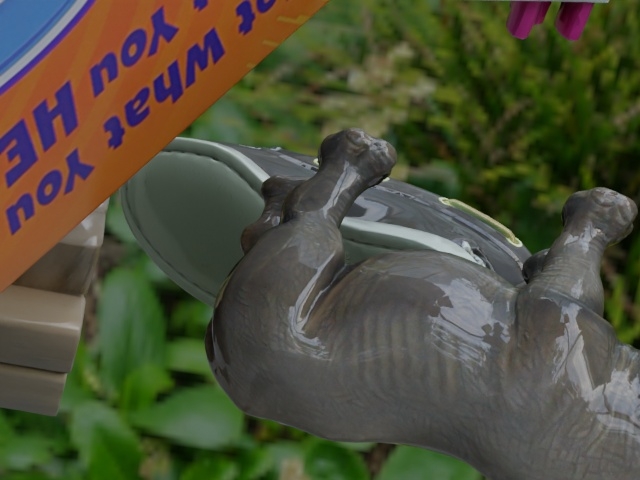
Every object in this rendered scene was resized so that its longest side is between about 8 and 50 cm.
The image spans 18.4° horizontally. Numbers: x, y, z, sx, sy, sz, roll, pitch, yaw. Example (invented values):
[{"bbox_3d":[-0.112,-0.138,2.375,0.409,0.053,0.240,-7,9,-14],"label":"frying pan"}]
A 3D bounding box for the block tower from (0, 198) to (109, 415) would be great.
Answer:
[{"bbox_3d":[-0.114,-0.102,0.773,0.097,0.091,0.335,11,54,-10],"label":"block tower"}]

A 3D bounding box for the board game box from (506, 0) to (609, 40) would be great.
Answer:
[{"bbox_3d":[-0.051,-0.258,1.364,0.390,0.050,0.390,-4,39,-35],"label":"board game box"}]

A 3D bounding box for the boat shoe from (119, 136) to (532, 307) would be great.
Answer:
[{"bbox_3d":[0.000,0.000,0.947,0.227,0.081,0.068,22,27,35],"label":"boat shoe"}]

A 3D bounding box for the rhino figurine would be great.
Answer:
[{"bbox_3d":[0.073,0.038,0.674,0.243,0.073,0.106,14,57,17],"label":"rhino figurine"}]

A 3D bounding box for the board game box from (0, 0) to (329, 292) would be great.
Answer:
[{"bbox_3d":[-0.206,-0.201,0.504,0.356,0.356,0.356,-42,61,-7],"label":"board game box"}]
